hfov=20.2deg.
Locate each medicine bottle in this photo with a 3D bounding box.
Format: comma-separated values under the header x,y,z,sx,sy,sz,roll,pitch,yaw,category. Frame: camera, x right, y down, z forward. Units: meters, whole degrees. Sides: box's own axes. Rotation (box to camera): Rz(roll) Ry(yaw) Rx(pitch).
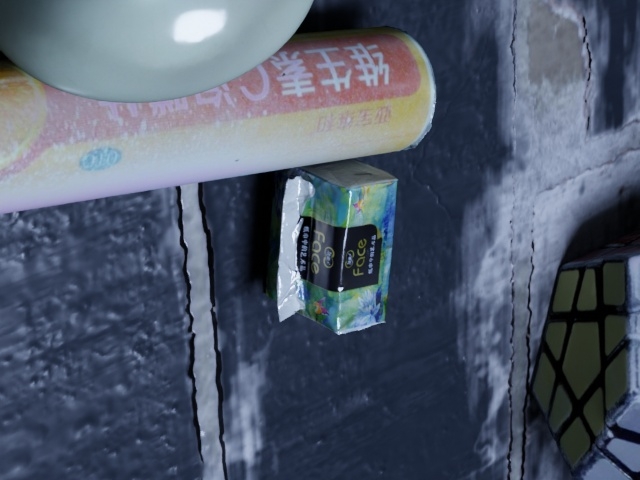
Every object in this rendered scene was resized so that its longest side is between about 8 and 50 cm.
x,y,z,sx,sy,sz,roll,pitch,yaw,category
-0.104,-0.081,1.147,0.426,0.108,0.108,-12,116,-43,medicine bottle

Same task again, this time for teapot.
x,y,z,sx,sy,sz,roll,pitch,yaw,category
-0.149,-0.159,0.992,0.318,0.220,0.149,-31,139,-32,teapot

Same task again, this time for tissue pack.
x,y,z,sx,sy,sz,roll,pitch,yaw,category
-0.001,0.001,1.290,0.079,0.085,0.111,-12,117,-40,tissue pack

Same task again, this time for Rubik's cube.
x,y,z,sx,sy,sz,roll,pitch,yaw,category
0.341,0.115,1.540,0.264,0.319,0.319,-45,140,17,Rubik's cube
